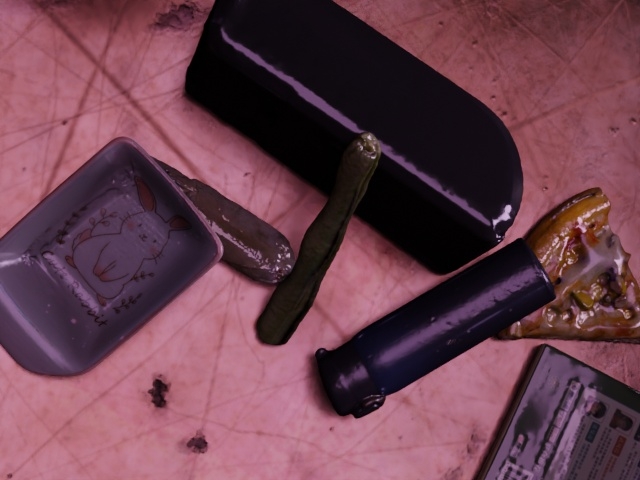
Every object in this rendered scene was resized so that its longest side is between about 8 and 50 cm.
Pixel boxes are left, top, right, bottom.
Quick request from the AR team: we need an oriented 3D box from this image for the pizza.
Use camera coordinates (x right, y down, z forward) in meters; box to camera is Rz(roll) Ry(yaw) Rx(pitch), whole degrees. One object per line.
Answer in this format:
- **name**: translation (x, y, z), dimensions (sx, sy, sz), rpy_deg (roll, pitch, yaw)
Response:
- **pizza**: translation (0.269, 0.060, 1.906), dimensions (0.176, 0.036, 0.185), rpy_deg (46, 79, -2)

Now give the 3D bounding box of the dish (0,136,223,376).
- **dish**: translation (-0.219, 0.024, 1.801), dimensions (0.234, 0.064, 0.154), rpy_deg (-40, 91, 6)

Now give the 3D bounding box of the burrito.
- **burrito**: translation (-0.103, -0.016, 1.845), dimensions (0.188, 0.045, 0.058), rpy_deg (33, 93, -8)

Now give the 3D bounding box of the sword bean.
- **sword bean**: translation (0.000, -0.001, 1.776), dimensions (0.038, 0.269, 0.043), rpy_deg (42, 42, 18)

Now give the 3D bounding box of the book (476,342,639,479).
- **book**: translation (0.297, 0.251, 1.892), dimensions (0.264, 0.027, 0.202), rpy_deg (27, 79, -6)

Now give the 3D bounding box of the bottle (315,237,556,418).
- **bottle**: translation (0.112, 0.090, 1.840), dimensions (0.244, 0.072, 0.082), rpy_deg (-29, 69, -1)

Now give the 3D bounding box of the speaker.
- **speaker**: translation (0.039, -0.155, 1.824), dimensions (0.388, 0.180, 0.184), rpy_deg (36, 74, -4)
